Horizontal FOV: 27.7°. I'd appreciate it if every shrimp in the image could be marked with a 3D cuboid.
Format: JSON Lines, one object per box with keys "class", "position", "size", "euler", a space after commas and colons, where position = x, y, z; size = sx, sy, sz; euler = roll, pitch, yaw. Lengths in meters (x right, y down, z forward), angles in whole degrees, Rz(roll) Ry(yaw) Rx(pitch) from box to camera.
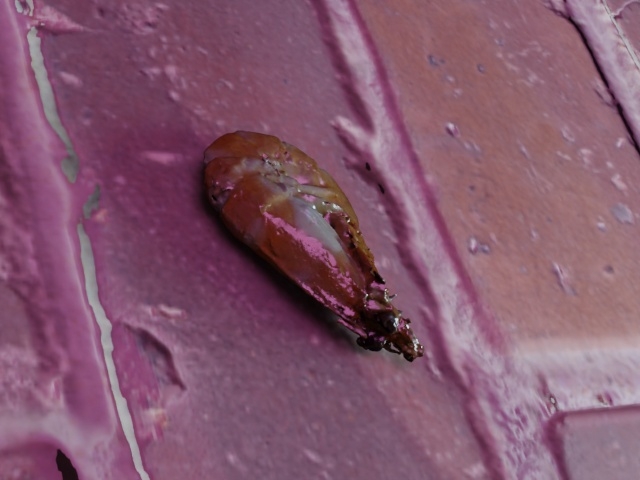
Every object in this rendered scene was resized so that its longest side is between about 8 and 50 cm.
{"class": "shrimp", "position": [0.000, 0.000, 0.782], "size": [0.091, 0.043, 0.184], "euler": [-24, 69, -43]}
